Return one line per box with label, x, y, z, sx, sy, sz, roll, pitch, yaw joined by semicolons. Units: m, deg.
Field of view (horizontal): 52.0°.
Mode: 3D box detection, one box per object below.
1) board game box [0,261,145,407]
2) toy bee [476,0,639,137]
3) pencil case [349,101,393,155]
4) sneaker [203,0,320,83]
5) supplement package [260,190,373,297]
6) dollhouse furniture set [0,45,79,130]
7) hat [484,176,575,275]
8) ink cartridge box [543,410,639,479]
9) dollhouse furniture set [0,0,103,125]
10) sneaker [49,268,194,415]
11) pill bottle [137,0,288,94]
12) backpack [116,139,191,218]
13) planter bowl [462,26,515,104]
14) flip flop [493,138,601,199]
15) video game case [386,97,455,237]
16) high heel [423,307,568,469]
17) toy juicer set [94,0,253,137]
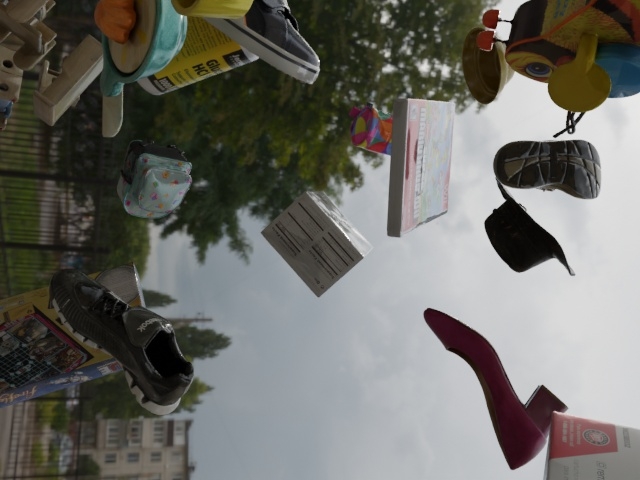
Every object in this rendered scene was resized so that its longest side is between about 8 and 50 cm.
board game box;-0.387;0.140;0.995;0.042;0.243;0.165;87;-17;-53
toy bee;0.241;-0.194;0.635;0.298;0.162;0.195;110;-4;-54
pencil case;0.182;-0.240;1.508;0.104;0.236;0.104;-39;-136;51
sneaker;-0.116;-0.359;0.943;0.127;0.321;0.126;-54;-177;14
supplement package;0.000;0.000;1.592;0.145;0.204;0.262;-42;177;9
dollhouse furniture set;-0.642;-0.313;1.442;0.129;0.183;0.129;-34;-130;46
hat;0.526;-0.006;1.753;0.134;0.331;0.331;-38;-145;10
ink cartridge box;0.489;0.391;0.857;0.279;0.384;0.160;-34;129;-64
dollhouse furniture set;-0.550;-0.362;1.221;0.161;0.242;0.212;-57;-167;-20
sneaker;-0.244;0.113;0.837;0.106;0.234;0.078;-40;-177;39
pill bottle;-0.234;-0.441;1.365;0.188;0.334;0.188;-17;90;-80
backpack;-0.434;-0.145;1.703;0.188;0.166;0.144;-56;-130;27
planter bowl;0.498;-0.508;1.885;0.217;0.090;0.217;165;-90;-77
flip flop;0.423;-0.132;1.227;0.080;0.277;0.112;1;-89;63
video game case;0.170;-0.127;1.077;0.285;0.025;0.204;-22;116;-63
high heel;0.339;0.315;1.446;0.377;0.181;0.127;39;-5;25
toy juicer set;-0.205;-0.271;0.713;0.329;0.089;0.209;-24;-107;46
